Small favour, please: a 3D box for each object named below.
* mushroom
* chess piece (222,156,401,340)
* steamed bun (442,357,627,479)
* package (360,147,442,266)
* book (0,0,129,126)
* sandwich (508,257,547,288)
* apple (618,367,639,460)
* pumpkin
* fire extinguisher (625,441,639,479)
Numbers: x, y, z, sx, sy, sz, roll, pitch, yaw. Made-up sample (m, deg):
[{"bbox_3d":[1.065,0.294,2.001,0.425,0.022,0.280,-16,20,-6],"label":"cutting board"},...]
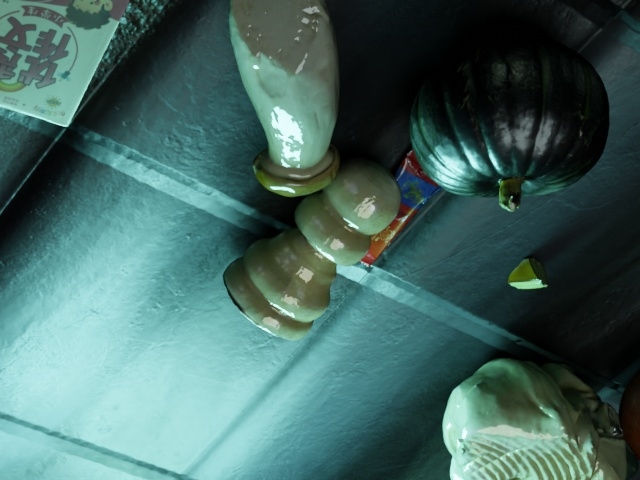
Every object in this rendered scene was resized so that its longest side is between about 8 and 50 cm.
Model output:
[{"bbox_3d":[-0.037,-0.192,1.651,0.128,0.128,0.350,-9,136,-5],"label":"mushroom"},{"bbox_3d":[0.000,0.000,1.825,0.143,0.142,0.261,28,115,-32],"label":"chess piece"},{"bbox_3d":[0.327,0.298,2.111,0.275,0.206,0.320,-8,134,14],"label":"steamed bun"},{"bbox_3d":[0.096,-0.043,1.876,0.083,0.022,0.200,25,123,-30],"label":"package"},{"bbox_3d":[-0.328,-0.245,1.599,0.162,0.022,0.232,17,124,-25],"label":"book"},{"bbox_3d":[0.304,0.047,1.993,0.031,0.044,0.083,23,165,-24],"label":"sandwich"},{"bbox_3d":[0.594,0.273,2.110,0.254,0.253,0.253,-7,132,-7],"label":"apple"},{"bbox_3d":[0.234,-0.136,1.705,0.250,0.216,0.250,4,162,1],"label":"pumpkin"},{"bbox_3d":[0.447,0.383,2.285,0.294,0.118,0.093,-39,163,20],"label":"fire extinguisher"}]
